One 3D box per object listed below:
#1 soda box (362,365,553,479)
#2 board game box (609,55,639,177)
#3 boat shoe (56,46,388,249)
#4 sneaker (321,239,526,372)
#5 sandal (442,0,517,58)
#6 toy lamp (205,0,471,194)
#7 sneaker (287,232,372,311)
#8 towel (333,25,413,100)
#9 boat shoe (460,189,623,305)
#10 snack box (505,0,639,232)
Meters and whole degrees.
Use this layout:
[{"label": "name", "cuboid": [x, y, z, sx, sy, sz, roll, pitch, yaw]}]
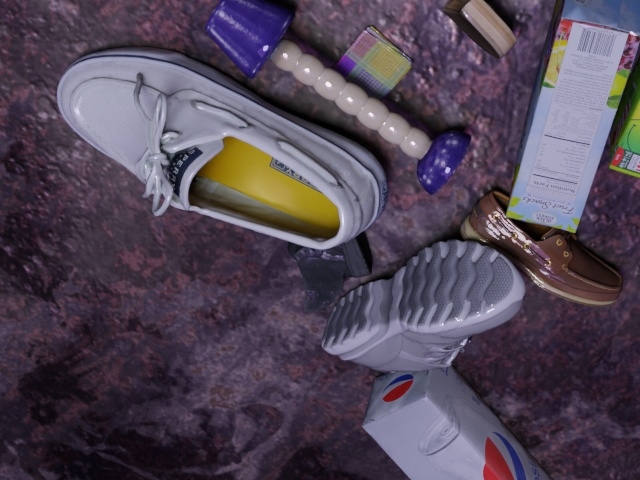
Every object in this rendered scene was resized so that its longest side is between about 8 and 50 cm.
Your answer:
[{"label": "soda box", "cuboid": [0.178, 0.265, 1.333, 0.098, 0.091, 0.286, -30, 111, 30]}, {"label": "board game box", "cuboid": [0.311, -0.154, 1.015, 0.043, 0.092, 0.181, 18, 126, 2]}, {"label": "boat shoe", "cuboid": [-0.124, -0.079, 1.122, 0.367, 0.156, 0.135, 26, 118, 11]}, {"label": "sneaker", "cuboid": [0.125, 0.079, 1.210, 0.115, 0.105, 0.281, 31, 152, -25]}, {"label": "sandal", "cuboid": [0.109, -0.273, 1.020, 0.240, 0.088, 0.079, 42, 92, -22]}, {"label": "toy lamp", "cuboid": [0.015, -0.148, 1.100, 0.275, 0.080, 0.080, 31, 125, -7]}, {"label": "sneaker", "cuboid": [0.000, -0.002, 1.230, 0.089, 0.051, 0.170, -10, 123, 16]}, {"label": "towel", "cuboid": [0.047, -0.167, 1.132, 0.060, 0.009, 0.083, 36, 126, -10]}, {"label": "boat shoe", "cuboid": [0.232, 0.008, 1.163, 0.178, 0.064, 0.060, 28, 125, 1]}, {"label": "snack box", "cuboid": [0.222, -0.141, 0.984, 0.070, 0.174, 0.207, 13, 132, 8]}]
